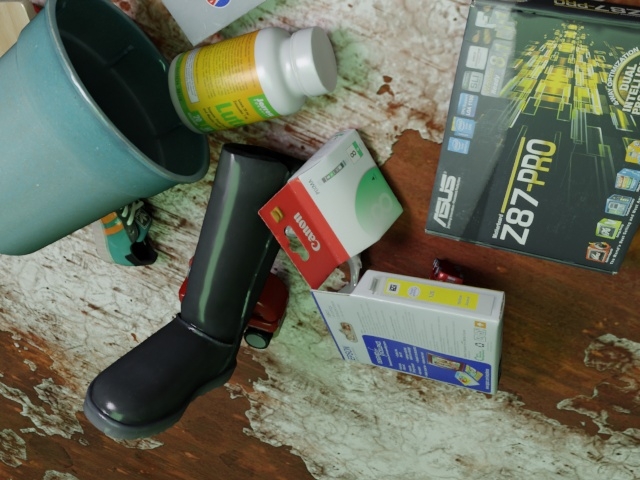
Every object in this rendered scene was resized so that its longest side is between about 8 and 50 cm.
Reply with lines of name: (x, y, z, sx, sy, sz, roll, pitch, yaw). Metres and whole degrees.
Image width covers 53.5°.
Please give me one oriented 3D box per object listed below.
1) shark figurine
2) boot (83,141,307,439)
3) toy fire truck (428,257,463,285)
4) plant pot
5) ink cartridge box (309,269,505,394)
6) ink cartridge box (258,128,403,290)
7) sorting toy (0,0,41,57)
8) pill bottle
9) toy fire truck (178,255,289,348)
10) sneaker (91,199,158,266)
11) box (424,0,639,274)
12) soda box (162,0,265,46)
shark figurine: (0.018, 0.002, 1.203, 0.116, 0.166, 0.278, 18, 152, 38)
boot: (-0.186, 0.061, 1.035, 0.146, 0.367, 0.445, 29, 106, 12)
toy fire truck: (0.212, 0.104, 1.165, 0.047, 0.192, 0.135, 19, 100, 4)
plant pot: (-0.411, -0.159, 1.002, 0.334, 0.341, 0.341, -30, 112, 15)
ink cartridge box: (0.164, 0.160, 1.124, 0.307, 0.072, 0.304, 11, 151, 21)
ink cartridge box: (0.025, -0.051, 1.064, 0.056, 0.225, 0.181, -4, 127, 49)
sorting toy: (-0.578, -0.311, 1.159, 0.255, 0.089, 0.257, 4, 125, 15)
pill bottle: (-0.104, -0.258, 1.008, 0.245, 0.136, 0.136, -8, 122, 24)
toy fire truck: (-0.170, 0.070, 1.281, 0.217, 0.158, 0.246, 15, 138, 8)
sneaker: (-0.398, -0.068, 1.272, 0.121, 0.108, 0.302, 9, 135, 12)
box: (0.349, -0.155, 0.958, 0.318, 0.097, 0.395, 15, 128, 12)
soda box: (-0.097, -0.403, 0.930, 0.286, 0.091, 0.098, -21, 117, 30)
